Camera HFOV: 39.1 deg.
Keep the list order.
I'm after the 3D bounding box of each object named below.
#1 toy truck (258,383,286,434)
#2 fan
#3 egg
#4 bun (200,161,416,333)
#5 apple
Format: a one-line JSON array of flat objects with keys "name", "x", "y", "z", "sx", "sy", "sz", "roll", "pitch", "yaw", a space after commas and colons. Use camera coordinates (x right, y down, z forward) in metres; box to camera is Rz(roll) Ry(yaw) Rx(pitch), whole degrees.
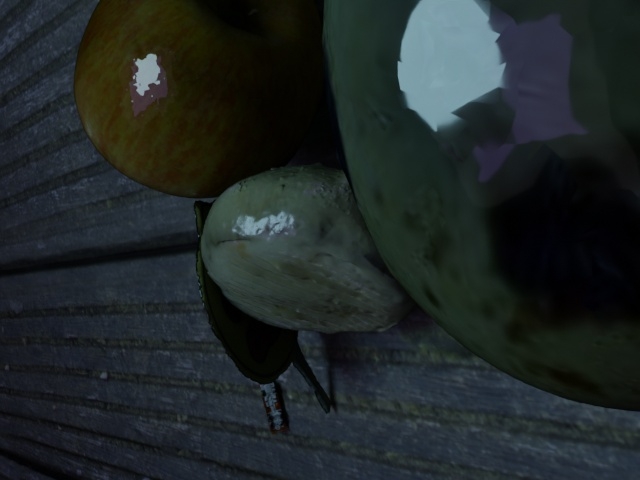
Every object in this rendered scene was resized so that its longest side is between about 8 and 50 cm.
[{"name": "toy truck", "x": -0.066, "y": 0.219, "z": 1.219, "sx": 0.032, "sy": 0.024, "sz": 0.083, "roll": -141, "pitch": 37, "yaw": -79}, {"name": "fan", "x": -0.059, "y": 0.082, "z": 1.037, "sx": 0.011, "sy": 0.230, "sz": 0.335, "roll": -15, "pitch": 124, "yaw": 22}, {"name": "egg", "x": 0.169, "y": -0.119, "z": 0.497, "sx": 0.345, "sy": 0.345, "sz": 0.428, "roll": 2, "pitch": 107, "yaw": 53}, {"name": "bun", "x": 0.000, "y": 0.000, "z": 0.902, "sx": 0.239, "sy": 0.239, "sz": 0.141, "roll": -32, "pitch": 44, "yaw": 53}, {"name": "apple", "x": -0.116, "y": -0.180, "z": 0.930, "sx": 0.264, "sy": 0.264, "sz": 0.264, "roll": 25, "pitch": 123, "yaw": 46}]
